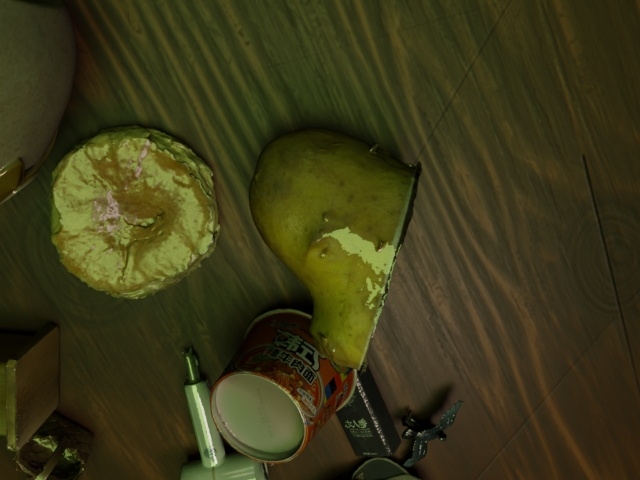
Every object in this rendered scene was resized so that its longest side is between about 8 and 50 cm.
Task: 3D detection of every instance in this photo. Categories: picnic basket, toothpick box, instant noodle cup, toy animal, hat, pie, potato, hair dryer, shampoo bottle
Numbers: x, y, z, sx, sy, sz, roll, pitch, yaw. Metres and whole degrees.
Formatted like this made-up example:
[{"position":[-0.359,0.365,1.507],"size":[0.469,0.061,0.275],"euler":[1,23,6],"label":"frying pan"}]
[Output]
[{"position":[-0.538,0.441,1.401],"size":[0.138,0.178,0.128],"euler":[34,103,-12],"label":"picnic basket"},{"position":[-0.598,-0.229,1.073],"size":[0.409,0.409,0.425],"euler":[28,110,-11],"label":"toothpick box"},{"position":[-0.080,0.280,1.329],"size":[0.251,0.192,0.250],"euler":[9,115,20],"label":"instant noodle cup"},{"position":[0.221,0.406,1.494],"size":[0.108,0.062,0.220],"euler":[28,117,-13],"label":"toy animal"},{"position":[0.117,0.605,1.505],"size":[0.275,0.161,0.231],"euler":[-10,111,-4],"label":"hat"},{"position":[-0.350,-0.049,1.312],"size":[0.340,0.083,0.339],"euler":[0,107,-1],"label":"pie"},{"position":[-0.685,0.262,1.344],"size":[0.309,0.190,0.187],"euler":[6,107,0],"label":"toothpick box"},{"position":[0.000,0.000,1.270],"size":[0.296,0.290,0.396],"euler":[18,107,5],"label":"potato"},{"position":[-0.223,0.381,1.453],"size":[0.173,0.107,0.357],"euler":[-12,101,-2],"label":"hair dryer"},{"position":[0.063,0.301,1.438],"size":[0.098,0.071,0.309],"euler":[-10,111,39],"label":"shampoo bottle"}]

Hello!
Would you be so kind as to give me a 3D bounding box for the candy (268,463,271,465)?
[{"position":[-0.053,0.404,1.488],"size":[0.043,0.045,0.175],"euler":[35,103,-27],"label":"candy"}]
